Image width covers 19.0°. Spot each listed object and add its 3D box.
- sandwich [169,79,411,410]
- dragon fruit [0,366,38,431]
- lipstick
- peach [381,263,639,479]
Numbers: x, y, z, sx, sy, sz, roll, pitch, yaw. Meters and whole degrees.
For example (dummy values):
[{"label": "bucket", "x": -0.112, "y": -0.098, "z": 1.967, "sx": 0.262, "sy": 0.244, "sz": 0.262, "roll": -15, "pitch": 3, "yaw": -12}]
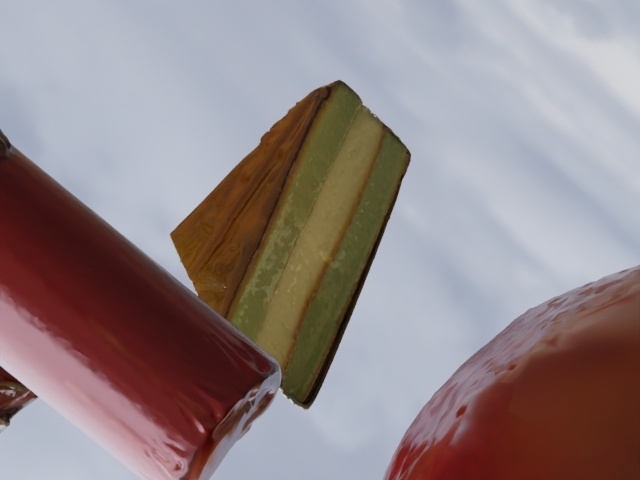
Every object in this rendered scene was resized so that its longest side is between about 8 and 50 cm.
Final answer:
[{"label": "sandwich", "x": 0.000, "y": 0.000, "z": 1.383, "sx": 0.117, "sy": 0.187, "sz": 0.144, "roll": 43, "pitch": -176, "yaw": -38}, {"label": "dragon fruit", "x": -0.291, "y": 0.036, "z": 1.392, "sx": 0.343, "sy": 0.282, "sz": 0.100, "roll": -116, "pitch": 3, "yaw": -55}, {"label": "lipstick", "x": -0.138, "y": -0.012, "z": 0.714, "sx": 0.279, "sy": 0.073, "sz": 0.073, "roll": 38, "pitch": -168, "yaw": 8}, {"label": "peach", "x": 0.134, "y": 0.139, "z": 0.530, "sx": 0.281, "sy": 0.281, "sz": 0.338, "roll": 42, "pitch": 169, "yaw": -2}]
